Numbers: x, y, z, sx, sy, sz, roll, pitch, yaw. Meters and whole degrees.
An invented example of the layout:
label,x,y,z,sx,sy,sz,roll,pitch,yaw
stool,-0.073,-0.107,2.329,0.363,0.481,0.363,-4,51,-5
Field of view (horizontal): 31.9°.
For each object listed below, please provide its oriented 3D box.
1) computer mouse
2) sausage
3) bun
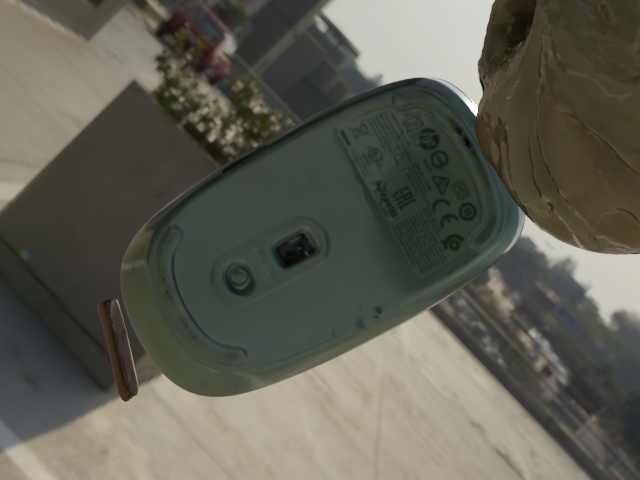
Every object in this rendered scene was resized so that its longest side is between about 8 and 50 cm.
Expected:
label,x,y,z,sx,sy,sz,roll,pitch,yaw
computer mouse,-0.001,0.001,0.799,0.159,0.288,0.097,61,-7,6
sausage,-0.221,0.120,1.225,0.026,0.026,0.116,39,31,-64
bun,0.142,-0.090,0.514,0.128,0.193,0.178,3,5,-14
